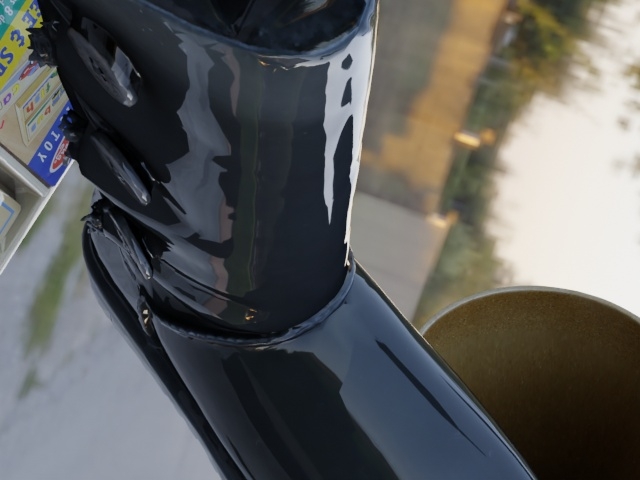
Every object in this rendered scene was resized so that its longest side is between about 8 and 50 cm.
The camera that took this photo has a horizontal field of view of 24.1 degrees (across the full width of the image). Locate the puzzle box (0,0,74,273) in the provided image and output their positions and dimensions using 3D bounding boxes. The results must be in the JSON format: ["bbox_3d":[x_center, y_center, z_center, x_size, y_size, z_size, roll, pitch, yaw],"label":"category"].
[{"bbox_3d":[-0.265,0.017,0.773,0.409,0.052,0.272,-59,161,-8],"label":"puzzle box"}]

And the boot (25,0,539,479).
[{"bbox_3d":[-0.002,-0.001,0.704,0.146,0.367,0.445,-42,161,-23],"label":"boot"}]

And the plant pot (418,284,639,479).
[{"bbox_3d":[0.177,0.209,1.278,0.237,0.237,0.254,-67,166,-46],"label":"plant pot"}]
